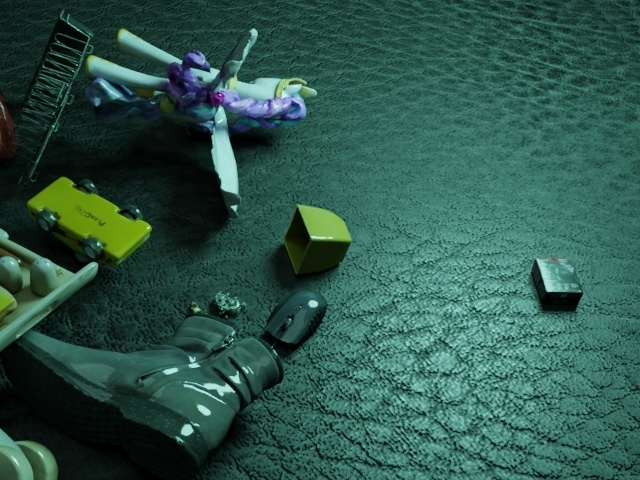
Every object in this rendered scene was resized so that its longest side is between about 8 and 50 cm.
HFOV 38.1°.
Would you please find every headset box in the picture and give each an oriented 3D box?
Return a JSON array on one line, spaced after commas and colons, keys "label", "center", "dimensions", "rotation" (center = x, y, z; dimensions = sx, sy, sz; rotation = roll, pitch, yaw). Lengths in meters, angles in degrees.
[{"label": "headset box", "center": [0.380, 0.063, 1.493], "dimensions": [0.062, 0.032, 0.083], "rotation": [2, 44, -9]}]

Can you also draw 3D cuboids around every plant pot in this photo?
[{"label": "plant pot", "center": [0.000, 0.000, 1.464], "dimensions": [0.083, 0.082, 0.081], "rotation": [2, 43, -25]}]

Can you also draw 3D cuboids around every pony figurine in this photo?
[{"label": "pony figurine", "center": [-0.197, -0.239, 1.545], "dimensions": [0.363, 0.303, 0.351], "rotation": [11, 26, 0]}]

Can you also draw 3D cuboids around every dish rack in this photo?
[{"label": "dish rack", "center": [-0.451, -0.228, 1.524], "dimensions": [0.074, 0.208, 0.272], "rotation": [22, 38, -18]}]

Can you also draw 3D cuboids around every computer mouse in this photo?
[{"label": "computer mouse", "center": [-0.070, 0.143, 1.332], "dimensions": [0.071, 0.041, 0.242], "rotation": [29, 48, 18]}]

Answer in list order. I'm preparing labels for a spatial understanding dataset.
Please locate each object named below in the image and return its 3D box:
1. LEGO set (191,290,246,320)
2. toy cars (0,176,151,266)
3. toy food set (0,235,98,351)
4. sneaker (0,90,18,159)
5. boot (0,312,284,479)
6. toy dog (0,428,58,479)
[{"label": "LEGO set", "center": [-0.151, 0.095, 1.378], "dimensions": [0.083, 0.023, 0.054], "rotation": [-19, 51, -26]}, {"label": "toy cars", "center": [-0.451, -0.008, 1.394], "dimensions": [0.393, 0.087, 0.177], "rotation": [-3, 46, -7]}, {"label": "toy food set", "center": [-0.480, 0.034, 1.209], "dimensions": [0.306, 0.092, 0.220], "rotation": [24, 43, 20]}, {"label": "sneaker", "center": [-0.604, -0.205, 1.588], "dimensions": [0.128, 0.087, 0.221], "rotation": [-24, 56, -2]}, {"label": "boot", "center": [-0.237, 0.170, 1.234], "dimensions": [0.338, 0.118, 0.223], "rotation": [25, 41, 17]}, {"label": "toy dog", "center": [-0.466, 0.252, 1.077], "dimensions": [0.333, 0.220, 0.161], "rotation": [28, 79, 28]}]
